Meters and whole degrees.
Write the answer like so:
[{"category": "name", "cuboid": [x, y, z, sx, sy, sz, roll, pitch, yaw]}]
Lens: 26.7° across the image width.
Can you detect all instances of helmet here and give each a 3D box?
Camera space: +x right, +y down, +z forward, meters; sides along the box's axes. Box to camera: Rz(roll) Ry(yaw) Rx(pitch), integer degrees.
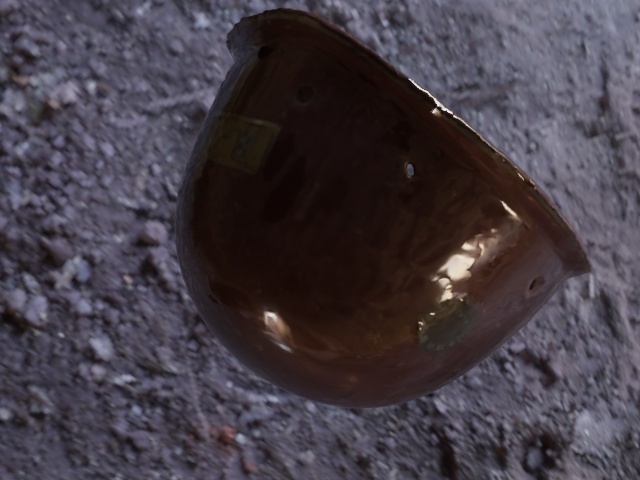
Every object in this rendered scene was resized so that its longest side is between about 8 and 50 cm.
[{"category": "helmet", "cuboid": [0.000, 0.000, 0.497, 0.106, 0.155, 0.175, -50, 38, -5]}]
